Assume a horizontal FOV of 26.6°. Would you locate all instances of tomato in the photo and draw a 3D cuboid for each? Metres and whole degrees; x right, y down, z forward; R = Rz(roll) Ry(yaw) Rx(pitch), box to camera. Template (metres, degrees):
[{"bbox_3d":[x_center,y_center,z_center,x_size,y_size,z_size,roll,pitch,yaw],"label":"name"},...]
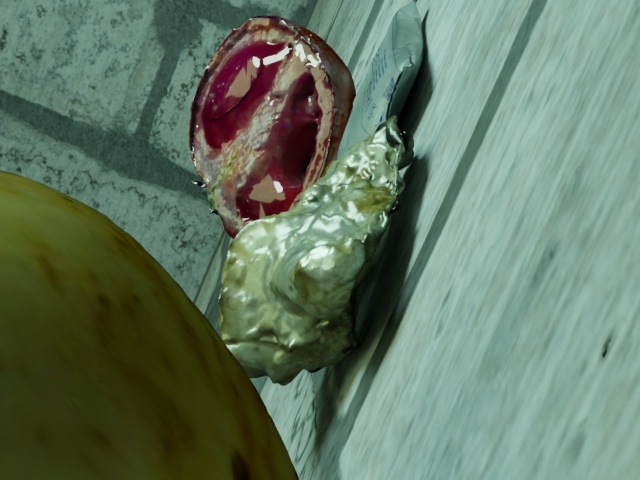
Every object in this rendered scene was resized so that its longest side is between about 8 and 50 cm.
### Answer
[{"bbox_3d":[-0.023,-0.088,1.131,0.173,0.099,0.189,-47,56,30],"label":"tomato"}]

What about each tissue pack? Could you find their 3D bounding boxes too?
[{"bbox_3d":[0.037,-0.084,0.889,0.193,0.026,0.123,-83,15,-66],"label":"tissue pack"}]

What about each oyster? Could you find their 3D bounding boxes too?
[{"bbox_3d":[0.000,0.000,0.707,0.163,0.081,0.191,-65,9,-9],"label":"oyster"}]

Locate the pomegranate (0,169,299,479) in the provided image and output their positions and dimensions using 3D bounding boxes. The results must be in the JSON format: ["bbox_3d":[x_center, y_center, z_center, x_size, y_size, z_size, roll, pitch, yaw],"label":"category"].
[{"bbox_3d":[-0.153,0.146,0.404,0.410,0.410,0.410,-158,90,-84],"label":"pomegranate"}]
